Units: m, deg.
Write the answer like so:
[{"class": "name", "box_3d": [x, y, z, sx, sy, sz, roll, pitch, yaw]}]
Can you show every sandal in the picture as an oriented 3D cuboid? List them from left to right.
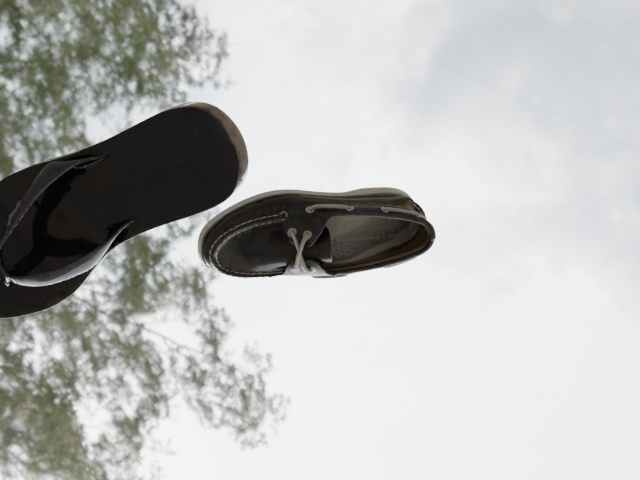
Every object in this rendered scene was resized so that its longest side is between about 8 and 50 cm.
[{"class": "sandal", "box_3d": [-0.169, -0.020, 0.631, 0.254, 0.097, 0.054, -29, -169, 23]}]

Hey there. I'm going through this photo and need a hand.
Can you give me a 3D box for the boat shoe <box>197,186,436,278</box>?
[{"class": "boat shoe", "box_3d": [0.000, 0.000, 0.474, 0.125, 0.046, 0.038, -5, -153, -21]}]
